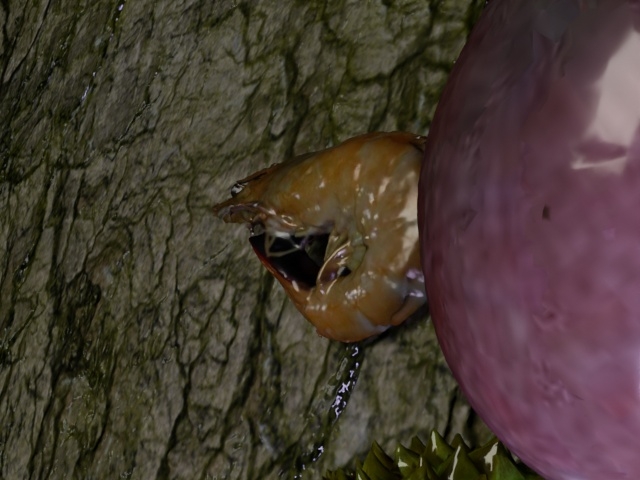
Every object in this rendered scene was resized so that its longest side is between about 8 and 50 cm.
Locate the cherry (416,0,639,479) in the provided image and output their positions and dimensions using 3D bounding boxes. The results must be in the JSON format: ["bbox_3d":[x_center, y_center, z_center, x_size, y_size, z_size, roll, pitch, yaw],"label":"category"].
[{"bbox_3d":[0.141,-0.020,0.412,0.236,0.213,0.285,-43,26,15],"label":"cherry"}]

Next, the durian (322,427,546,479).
[{"bbox_3d":[0.073,0.185,0.463,0.176,0.237,0.200,-22,46,37],"label":"durian"}]

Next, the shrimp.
[{"bbox_3d":[0.000,0.000,0.854,0.287,0.063,0.152,-5,76,52],"label":"shrimp"}]
